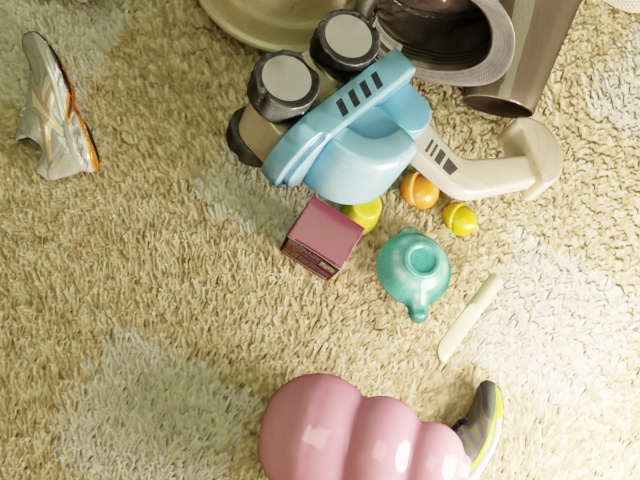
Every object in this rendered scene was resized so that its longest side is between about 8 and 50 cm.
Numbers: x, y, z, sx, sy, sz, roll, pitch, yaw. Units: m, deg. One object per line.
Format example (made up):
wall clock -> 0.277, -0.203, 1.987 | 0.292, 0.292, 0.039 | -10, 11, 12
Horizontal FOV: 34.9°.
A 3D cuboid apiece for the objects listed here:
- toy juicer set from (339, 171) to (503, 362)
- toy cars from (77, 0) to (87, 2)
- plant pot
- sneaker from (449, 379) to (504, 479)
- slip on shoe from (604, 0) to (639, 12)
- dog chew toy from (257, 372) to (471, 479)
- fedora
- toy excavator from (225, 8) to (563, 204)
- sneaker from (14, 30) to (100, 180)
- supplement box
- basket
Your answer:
toy juicer set -> 0.195, 0.032, 1.764 | 0.209, 0.089, 0.329 | -27, 77, -21
toy cars -> -0.338, -0.515, 1.741 | 0.393, 0.087, 0.176 | -33, 59, 9
plant pot -> -0.031, -0.524, 1.660 | 0.333, 0.305, 0.334 | 5, 69, -13
sneaker -> 0.212, 0.363, 1.708 | 0.121, 0.111, 0.300 | 29, 78, 2
slip on shoe -> 0.496, -0.555, 1.856 | 0.101, 0.123, 0.331 | -39, 83, -13
dog chew toy -> 0.073, 0.332, 1.620 | 0.331, 0.206, 0.207 | 11, 81, 13
fedora -> 0.203, -0.385, 1.706 | 0.275, 0.244, 0.124 | 10, 55, 18
toy excavator -> 0.130, -0.163, 1.695 | 0.433, 0.222, 0.445 | -39, 86, -28
sneaker -> -0.472, -0.224, 1.719 | 0.121, 0.099, 0.263 | -21, 84, -4
supplement box -> 0.000, 0.000, 1.689 | 0.104, 0.188, 0.081 | 32, 80, -1
basket -> 0.340, -0.342, 1.795 | 0.204, 0.154, 0.227 | 14, 85, -4
